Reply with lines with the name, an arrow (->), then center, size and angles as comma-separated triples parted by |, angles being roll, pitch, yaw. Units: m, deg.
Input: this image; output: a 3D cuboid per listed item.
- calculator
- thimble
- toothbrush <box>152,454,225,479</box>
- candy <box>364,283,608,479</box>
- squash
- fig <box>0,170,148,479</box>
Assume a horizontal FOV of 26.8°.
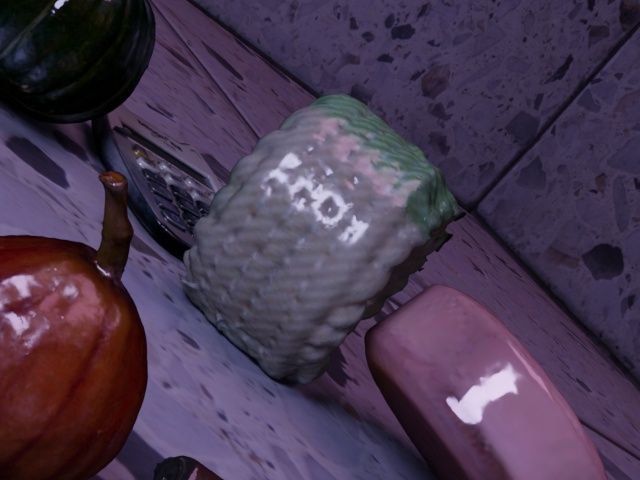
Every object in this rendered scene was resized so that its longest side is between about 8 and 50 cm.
calculator -> -0.132, -0.041, 1.269 | 0.177, 0.040, 0.268 | 33, 13, -38
thimble -> 0.000, 0.000, 1.091 | 0.150, 0.219, 0.219 | 42, 10, 9
toothbrush -> 0.048, 0.232, 0.753 | 0.364, 0.041, 0.041 | 39, 10, -20
candy -> 0.136, 0.154, 1.079 | 0.255, 0.094, 0.255 | 54, -8, 11
squash -> -0.241, -0.200, 1.159 | 0.218, 0.172, 0.218 | 28, -21, 12
fig -> -0.141, 0.041, 0.632 | 0.128, 0.150, 0.128 | 7, -3, 0
